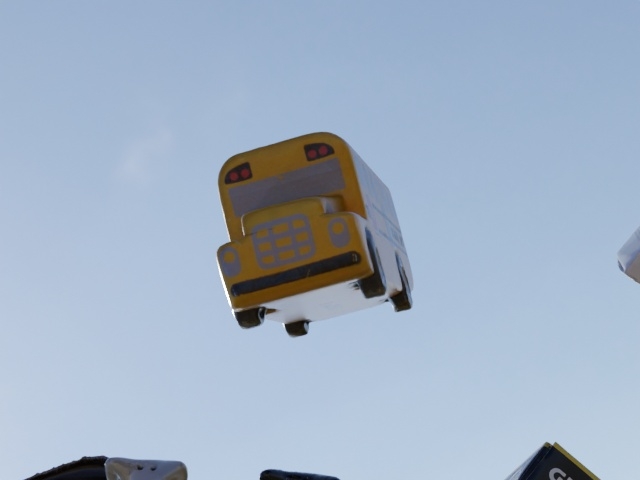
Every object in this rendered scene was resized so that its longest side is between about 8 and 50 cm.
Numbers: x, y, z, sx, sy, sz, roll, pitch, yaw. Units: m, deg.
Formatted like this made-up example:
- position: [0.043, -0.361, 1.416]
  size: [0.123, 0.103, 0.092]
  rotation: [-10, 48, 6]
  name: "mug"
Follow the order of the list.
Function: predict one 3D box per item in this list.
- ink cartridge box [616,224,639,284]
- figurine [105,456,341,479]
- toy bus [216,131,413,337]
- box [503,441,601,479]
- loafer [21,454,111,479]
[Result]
- position: [0.458, -0.016, 1.541]
  size: [0.232, 0.189, 0.066]
  rotation: [-53, 16, 21]
  name: "ink cartridge box"
- position: [-0.085, 0.254, 1.266]
  size: [0.215, 0.092, 0.209]
  rotation: [5, -39, 1]
  name: "figurine"
- position: [0.000, 0.000, 1.137]
  size: [0.108, 0.130, 0.332]
  rotation: [-14, -8, 8]
  name: "toy bus"
- position: [0.208, 0.317, 1.165]
  size: [0.079, 0.257, 0.322]
  rotation: [-48, -8, -29]
  name: "box"
- position: [-0.330, 0.302, 1.377]
  size: [0.366, 0.134, 0.130]
  rotation: [-25, -41, -23]
  name: "loafer"
